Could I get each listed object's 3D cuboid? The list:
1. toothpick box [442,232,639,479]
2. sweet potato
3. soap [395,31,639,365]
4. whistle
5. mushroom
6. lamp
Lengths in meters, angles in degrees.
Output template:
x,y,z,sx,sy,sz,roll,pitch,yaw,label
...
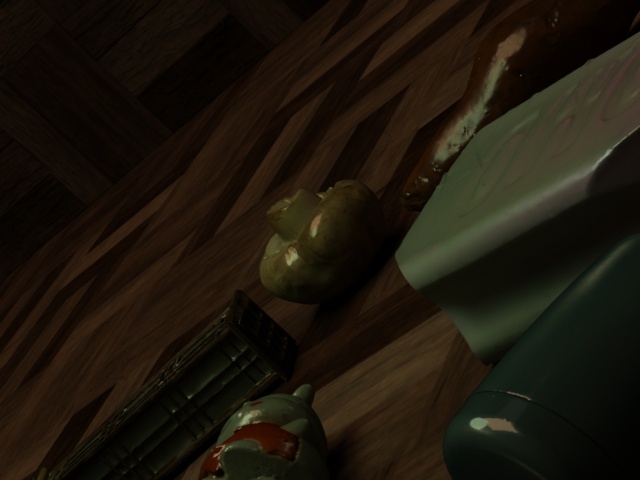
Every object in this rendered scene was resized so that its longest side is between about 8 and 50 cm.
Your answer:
x,y,z,sx,sy,sz,roll,pitch,yaw,label
0.166,0.086,1.094,0.184,0.120,0.120,-48,11,-26,toothpick box
0.205,-0.167,1.820,0.359,0.112,0.112,-44,12,-5,sweet potato
0.218,-0.052,1.373,0.347,0.115,0.208,-31,20,51,soap
-0.045,0.192,1.518,0.253,0.106,0.101,-80,-5,-68,whistle
0.000,0.000,1.953,0.148,0.112,0.148,-35,14,10,mushroom
-0.168,0.192,1.953,0.325,0.089,0.090,-42,13,18,lamp
